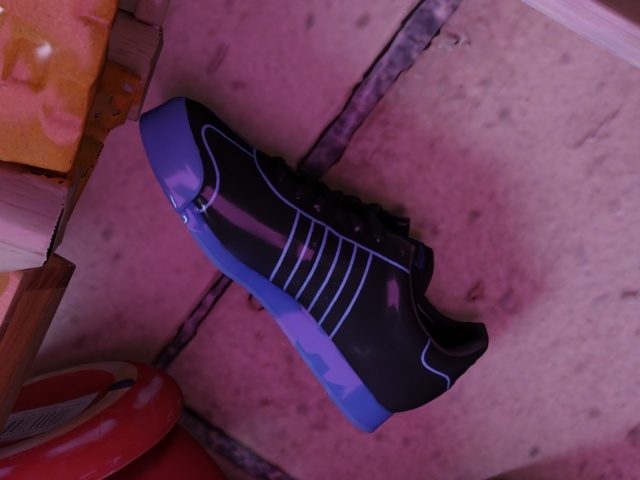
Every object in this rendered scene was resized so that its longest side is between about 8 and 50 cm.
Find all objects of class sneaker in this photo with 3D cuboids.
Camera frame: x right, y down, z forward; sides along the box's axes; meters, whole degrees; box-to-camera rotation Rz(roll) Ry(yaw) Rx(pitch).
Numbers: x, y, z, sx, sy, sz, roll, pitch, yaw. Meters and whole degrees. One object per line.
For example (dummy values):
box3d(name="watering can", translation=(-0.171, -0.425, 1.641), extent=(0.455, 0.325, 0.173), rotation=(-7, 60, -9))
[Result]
box3d(name="sneaker", translation=(0.000, 0.000, 0.946), extent=(0.090, 0.081, 0.232), rotation=(-33, 115, 14))

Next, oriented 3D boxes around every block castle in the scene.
box3d(name="block castle", translation=(-0.139, -0.240, 0.722), extent=(0.213, 0.303, 0.453), rotation=(17, 113, -2))

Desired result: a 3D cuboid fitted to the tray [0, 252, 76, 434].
box3d(name="tray", translation=(-0.349, 0.012, 0.877), extent=(0.411, 0.076, 0.203), rotation=(27, 97, 12))

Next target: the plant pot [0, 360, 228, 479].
box3d(name="plant pot", translation=(-0.133, 0.170, 0.973), extent=(0.191, 0.191, 0.174), rotation=(-16, 103, 11))

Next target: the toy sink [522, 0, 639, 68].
box3d(name="toy sink", translation=(0.119, -0.191, 0.763), extent=(0.153, 0.234, 0.131), rotation=(28, 113, -8))

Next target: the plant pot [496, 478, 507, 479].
box3d(name="plant pot", translation=(0.064, 0.266, 1.009), extent=(0.234, 0.165, 0.166), rotation=(-40, 107, 2))
